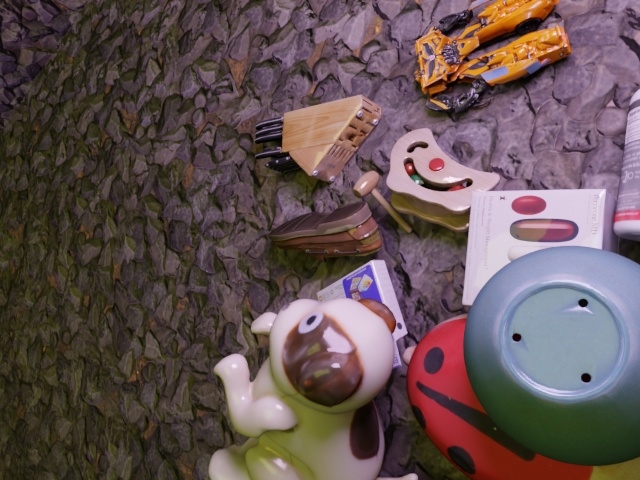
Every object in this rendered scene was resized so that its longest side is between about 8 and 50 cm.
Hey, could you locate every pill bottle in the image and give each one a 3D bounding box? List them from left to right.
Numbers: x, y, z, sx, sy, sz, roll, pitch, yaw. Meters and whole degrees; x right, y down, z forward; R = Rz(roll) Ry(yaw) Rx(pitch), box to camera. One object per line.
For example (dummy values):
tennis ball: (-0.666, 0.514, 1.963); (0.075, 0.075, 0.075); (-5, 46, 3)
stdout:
pill bottle: (0.528, -0.139, 0.784); (0.161, 0.161, 0.283); (7, 87, 36)

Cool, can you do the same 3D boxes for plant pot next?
plant pot: (0.304, 0.131, 0.671); (0.290, 0.195, 0.290); (-8, 72, 27)

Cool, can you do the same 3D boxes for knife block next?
knife block: (-0.027, -0.259, 1.248); (0.275, 0.088, 0.242); (-51, 59, 19)

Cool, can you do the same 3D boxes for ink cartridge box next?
ink cartridge box: (0.082, 0.170, 1.095); (0.206, 0.045, 0.208); (-35, 62, 49)

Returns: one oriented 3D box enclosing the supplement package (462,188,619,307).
supplement package: (0.361, 0.024, 0.887); (0.203, 0.149, 0.194); (2, 84, 37)

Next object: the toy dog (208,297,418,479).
toy dog: (-0.005, 0.281, 0.952); (0.395, 0.284, 0.408); (29, 128, 28)

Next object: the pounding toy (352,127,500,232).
pounding toy: (0.213, -0.107, 1.066); (0.269, 0.155, 0.154); (23, 68, 27)

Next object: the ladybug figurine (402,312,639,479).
ladybug figurine: (0.310, 0.278, 0.860); (0.449, 0.162, 0.305); (17, 103, 39)

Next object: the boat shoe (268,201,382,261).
boat shoe: (0.000, 0.000, 1.173); (0.307, 0.111, 0.104); (-6, 118, 52)

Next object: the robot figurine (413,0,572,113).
robot figurine: (0.303, -0.366, 1.028); (0.291, 0.085, 0.211); (-16, 73, 33)
